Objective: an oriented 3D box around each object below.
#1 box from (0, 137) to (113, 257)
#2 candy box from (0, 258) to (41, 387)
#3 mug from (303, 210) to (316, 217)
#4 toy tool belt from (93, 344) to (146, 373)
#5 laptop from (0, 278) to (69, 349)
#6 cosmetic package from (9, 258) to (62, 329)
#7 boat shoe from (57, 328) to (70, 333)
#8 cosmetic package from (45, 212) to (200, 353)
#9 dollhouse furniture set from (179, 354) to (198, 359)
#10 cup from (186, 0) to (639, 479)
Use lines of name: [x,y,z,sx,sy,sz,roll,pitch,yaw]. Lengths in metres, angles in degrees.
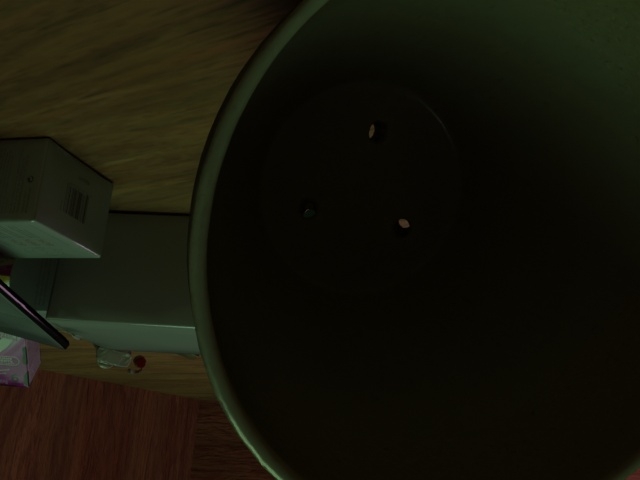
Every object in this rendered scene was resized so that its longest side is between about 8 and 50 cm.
box: [-0.336,-0.041,0.848,0.170,0.091,0.130,0,163,16]
candy box: [-0.546,0.125,1.271,0.159,0.071,0.233,6,122,-4]
mug: [-0.010,0.000,0.872,0.129,0.097,0.157,-7,160,34]
toy tool belt: [-0.327,0.182,1.279,0.083,0.052,0.051,17,-170,-29]
laptop: [-0.567,0.109,0.872,0.407,0.236,0.382,13,157,9]
cosmetic package: [-0.370,0.081,1.221,0.085,0.117,0.231,-2,163,19]
boat shoe: [-0.473,0.105,1.370,0.285,0.103,0.092,8,176,-7]
cosmetic package: [-0.140,0.068,1.038,0.365,0.155,0.197,4,163,7]
dollhouse furniture set: [-0.188,0.111,1.262,0.151,0.144,0.123,27,152,-18]
cup: [0.065,-0.018,0.511,0.331,0.331,0.237,11,-171,-19]
